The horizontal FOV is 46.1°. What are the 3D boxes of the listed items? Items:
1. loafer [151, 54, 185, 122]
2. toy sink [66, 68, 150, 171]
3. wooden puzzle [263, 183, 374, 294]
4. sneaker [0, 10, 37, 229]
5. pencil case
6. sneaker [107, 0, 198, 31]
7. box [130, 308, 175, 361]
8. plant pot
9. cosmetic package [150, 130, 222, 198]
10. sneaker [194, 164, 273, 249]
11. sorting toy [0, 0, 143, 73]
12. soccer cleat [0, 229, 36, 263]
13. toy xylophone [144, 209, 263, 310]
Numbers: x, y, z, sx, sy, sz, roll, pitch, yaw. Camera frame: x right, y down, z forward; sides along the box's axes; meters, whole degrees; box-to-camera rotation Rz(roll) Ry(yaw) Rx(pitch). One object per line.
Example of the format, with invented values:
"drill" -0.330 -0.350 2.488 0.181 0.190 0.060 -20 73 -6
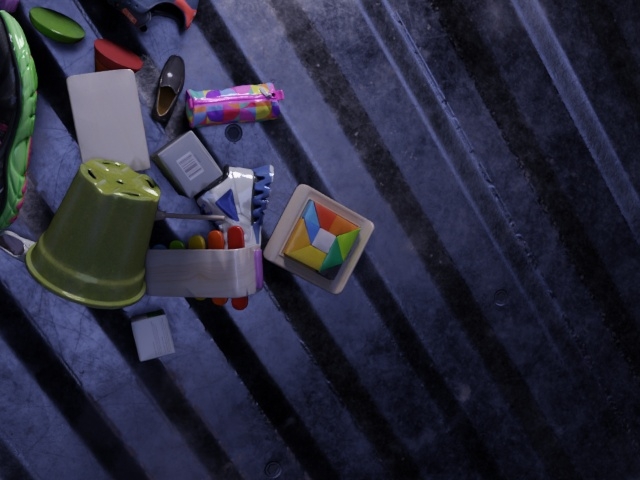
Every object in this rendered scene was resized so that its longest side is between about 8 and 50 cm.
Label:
"loafer" -0.364 -0.370 1.825 0.062 0.061 0.170 13 90 -16
"toy sink" -0.496 -0.273 1.760 0.153 0.131 0.234 -12 103 -15
"wooden puzzle" 0.000 0.000 1.972 0.239 0.044 0.221 28 87 -16
"sneaker" -0.734 -0.262 1.641 0.202 0.185 0.483 6 98 -25
"pencil case" -0.214 -0.336 1.854 0.236 0.104 0.104 -10 97 -14
"sneaker" -0.456 -0.572 1.746 0.350 0.131 0.148 6 88 -17
"box" -0.412 0.231 1.840 0.087 0.101 0.102 -14 97 -14
"plant pot" -0.479 -0.031 1.669 0.276 0.276 0.254 20 111 -17
"cosmetic package" -0.319 -0.177 1.765 0.107 0.238 0.127 -38 106 -7
"sneaker" -0.233 -0.048 1.870 0.182 0.127 0.315 11 91 -8
"sorting toy" -0.605 -0.445 1.747 0.365 0.127 0.126 26 117 -14
"soccer cleat" -0.670 0.034 1.762 0.196 0.076 0.068 26 87 -17
"toy xylophone" -0.292 0.042 1.786 0.323 0.081 0.236 8 103 14
